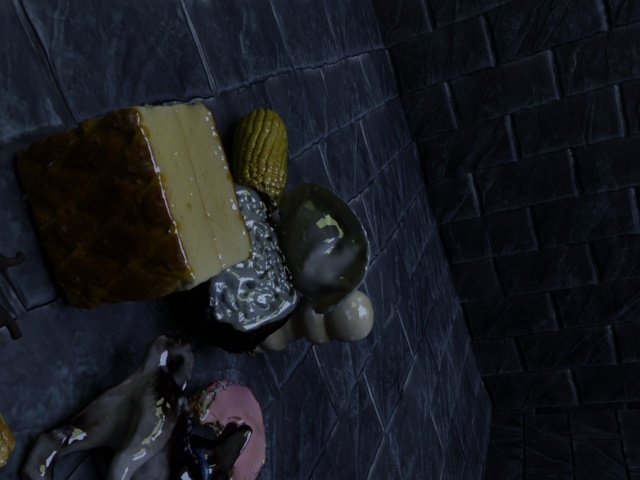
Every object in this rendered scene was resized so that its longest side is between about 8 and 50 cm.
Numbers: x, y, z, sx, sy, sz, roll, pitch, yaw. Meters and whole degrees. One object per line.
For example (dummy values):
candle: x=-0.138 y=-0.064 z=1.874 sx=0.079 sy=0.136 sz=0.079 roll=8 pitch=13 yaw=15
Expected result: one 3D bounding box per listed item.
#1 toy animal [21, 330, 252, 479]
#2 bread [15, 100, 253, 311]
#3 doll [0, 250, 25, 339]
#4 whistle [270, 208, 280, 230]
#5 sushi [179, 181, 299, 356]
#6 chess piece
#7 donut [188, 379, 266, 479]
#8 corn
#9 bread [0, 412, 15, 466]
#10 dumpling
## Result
toy animal: x=-0.242 y=0.345 z=0.920 sx=0.344 sy=0.194 sz=0.302 roll=67 pitch=32 yaw=-33
bread: x=-0.294 y=-0.054 z=0.904 sx=0.207 sy=0.279 sz=0.279 roll=-33 pitch=111 yaw=-65
doll: x=-0.443 y=0.055 z=0.725 sx=0.165 sy=0.057 sz=0.139 roll=84 pitch=2 yaw=-74
whistle: x=-0.093 y=0.029 z=1.405 sx=0.348 sy=0.189 sz=0.189 roll=48 pitch=37 yaw=-66
sushi: x=-0.200 y=0.055 z=1.140 sx=0.235 sy=0.207 sz=0.348 roll=-4 pitch=67 yaw=-29
chess piece: x=-0.026 y=0.178 z=1.295 sx=0.167 sy=0.300 sz=0.166 roll=-3 pitch=90 yaw=-68
donut: x=-0.190 y=0.390 z=1.129 sx=0.199 sy=0.085 sz=0.232 roll=-14 pitch=91 yaw=-64
corn: x=-0.148 y=-0.198 z=1.356 sx=0.387 sy=0.144 sz=0.144 roll=-90 pitch=155 yaw=-52
bread: x=-0.438 y=0.225 z=0.707 sx=0.053 sy=0.074 sz=0.132 roll=-40 pitch=117 yaw=-74
dumpling: x=-0.003 y=0.003 z=1.178 sx=0.243 sy=0.227 sz=0.175 roll=48 pitch=41 yaw=-4
